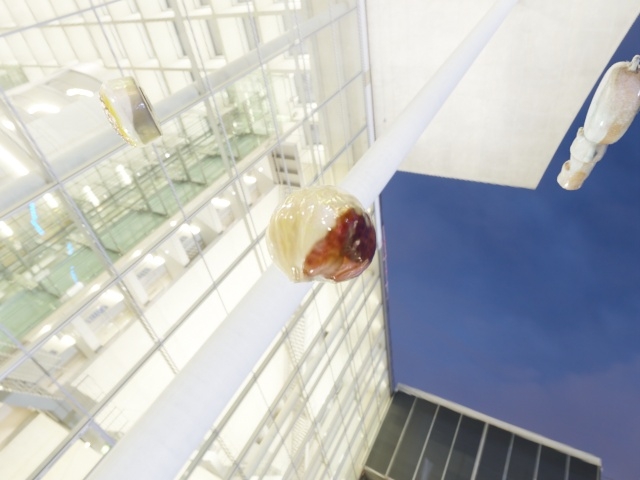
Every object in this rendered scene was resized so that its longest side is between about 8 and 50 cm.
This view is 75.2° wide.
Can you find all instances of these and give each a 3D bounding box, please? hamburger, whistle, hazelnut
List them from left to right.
[{"bbox_3d":[-0.345,-0.230,0.752,0.141,0.081,0.126,53,-14,53],"label":"hamburger"},{"bbox_3d":[0.000,0.000,0.941,0.261,0.241,0.261,20,-21,8],"label":"hazelnut"},{"bbox_3d":[0.404,-0.159,0.597,0.057,0.107,0.220,20,-34,18],"label":"whistle"}]
